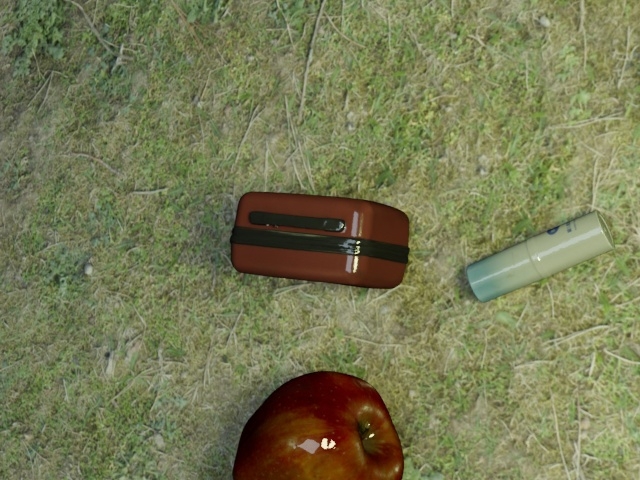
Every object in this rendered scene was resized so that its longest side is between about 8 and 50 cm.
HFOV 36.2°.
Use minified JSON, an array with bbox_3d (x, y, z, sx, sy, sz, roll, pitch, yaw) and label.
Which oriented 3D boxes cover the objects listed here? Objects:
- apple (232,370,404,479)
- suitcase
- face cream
[{"bbox_3d":[-0.002,0.391,1.787,0.317,0.288,0.288,-34,71,33],"label":"apple"},{"bbox_3d":[0.000,0.000,1.832,0.297,0.236,0.161,6,89,28],"label":"suitcase"},{"bbox_3d":[0.382,0.030,1.712,0.250,0.077,0.077,-26,74,23],"label":"face cream"}]
